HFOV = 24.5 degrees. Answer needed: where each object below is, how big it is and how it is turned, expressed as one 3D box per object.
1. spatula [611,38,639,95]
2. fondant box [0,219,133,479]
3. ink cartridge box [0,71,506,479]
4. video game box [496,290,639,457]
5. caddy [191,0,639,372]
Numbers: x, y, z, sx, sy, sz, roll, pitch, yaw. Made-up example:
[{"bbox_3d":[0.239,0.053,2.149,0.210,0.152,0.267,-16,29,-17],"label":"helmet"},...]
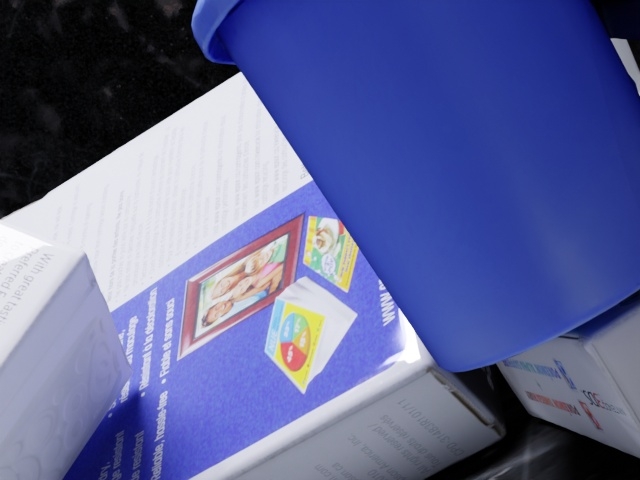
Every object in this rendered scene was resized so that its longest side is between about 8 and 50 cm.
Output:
[{"bbox_3d":[0.261,-0.155,1.025,0.168,0.242,0.019,-28,32,7],"label":"spatula"},{"bbox_3d":[-0.281,0.067,0.601,0.238,0.330,0.096,-58,-25,-30],"label":"fondant box"},{"bbox_3d":[-0.070,0.041,0.708,0.307,0.072,0.303,-32,33,21],"label":"ink cartridge box"},{"bbox_3d":[0.160,-0.006,0.472,0.205,0.048,0.187,-31,-3,-3],"label":"video game box"},{"bbox_3d":[0.092,-0.095,0.488,0.241,0.179,0.341,-30,-1,10],"label":"caddy"}]
